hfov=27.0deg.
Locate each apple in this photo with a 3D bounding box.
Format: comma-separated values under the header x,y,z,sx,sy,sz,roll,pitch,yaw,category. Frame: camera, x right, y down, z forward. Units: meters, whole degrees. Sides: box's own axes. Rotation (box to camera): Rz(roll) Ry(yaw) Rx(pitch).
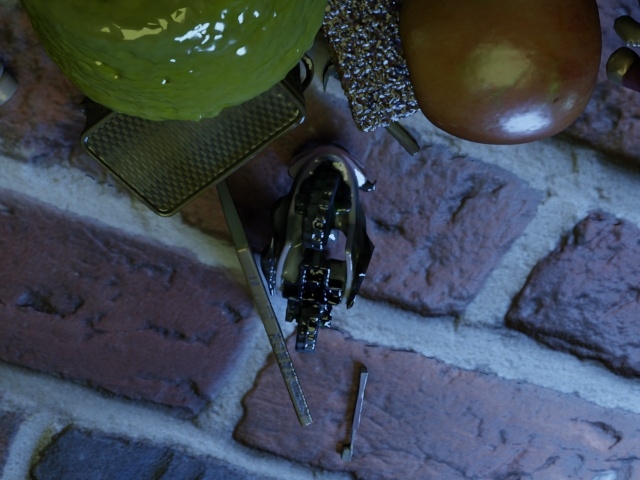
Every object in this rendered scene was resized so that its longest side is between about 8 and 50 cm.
x,y,z,sx,sy,sz,roll,pitch,yaw,category
0.196,-0.224,1.534,0.254,0.253,0.253,-2,127,-3,apple

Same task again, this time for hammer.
x,y,z,sx,sy,sz,roll,pitch,yaw,category
0.067,-0.168,1.713,0.062,0.017,0.182,-33,123,20,hammer

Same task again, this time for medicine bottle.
x,y,z,sx,sy,sz,roll,pitch,yaw,category
-0.415,-0.207,1.625,0.052,0.052,0.089,-32,123,19,medicine bottle

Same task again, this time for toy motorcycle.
x,y,z,sx,sy,sz,roll,pitch,yaw,category
0.000,0.000,1.757,0.143,0.188,0.327,8,141,1,toy motorcycle

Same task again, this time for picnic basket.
x,y,z,sx,sy,sz,roll,pitch,yaw,category
-0.151,-0.173,1.617,0.267,0.139,0.165,-34,122,20,picnic basket

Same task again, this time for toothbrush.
x,y,z,sx,sy,sz,roll,pitch,yaw,category
0.053,0.270,2.044,0.017,0.014,0.194,5,127,-8,toothbrush

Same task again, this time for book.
x,y,z,sx,sy,sz,roll,pitch,yaw,category
-0.079,0.069,1.757,0.021,0.217,0.310,-20,126,-3,book

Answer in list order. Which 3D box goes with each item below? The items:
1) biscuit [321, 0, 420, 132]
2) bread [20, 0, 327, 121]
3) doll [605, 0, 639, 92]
x,y,z,sx,sy,sz,roll,pitch,yaw,category
0.073,-0.244,1.636,0.131,0.025,0.231,-25,126,-1,biscuit
-0.158,-0.314,1.351,0.348,0.348,0.308,-7,171,1,bread
0.442,-0.285,1.570,0.152,0.196,0.256,25,136,24,doll
